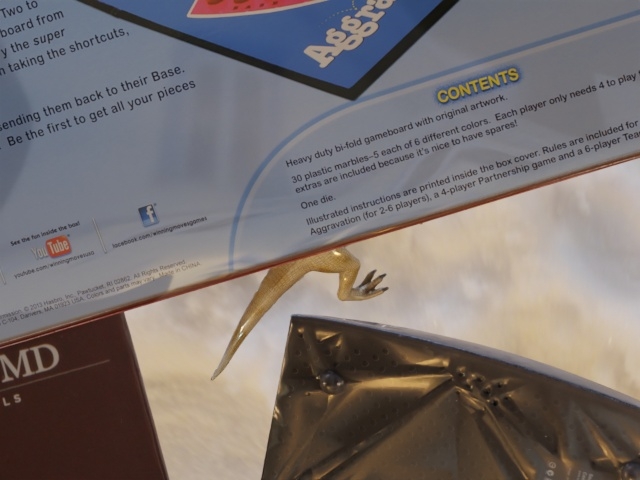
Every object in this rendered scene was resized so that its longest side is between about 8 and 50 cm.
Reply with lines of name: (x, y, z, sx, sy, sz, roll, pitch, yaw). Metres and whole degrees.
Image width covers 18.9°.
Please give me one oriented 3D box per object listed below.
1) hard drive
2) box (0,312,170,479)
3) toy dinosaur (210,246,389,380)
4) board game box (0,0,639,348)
hard drive: (0.093, 0.143, 1.165, 0.254, 0.054, 0.172, 16, 110, 15)
box: (-0.173, 0.240, 1.236, 0.191, 0.143, 0.381, -16, 91, -11)
toy dinosaur: (0.000, 0.000, 1.082, 0.183, 0.092, 0.053, -53, 55, 11)
board game box: (-0.044, -0.058, 0.546, 0.281, 0.027, 0.145, -16, 104, 12)
